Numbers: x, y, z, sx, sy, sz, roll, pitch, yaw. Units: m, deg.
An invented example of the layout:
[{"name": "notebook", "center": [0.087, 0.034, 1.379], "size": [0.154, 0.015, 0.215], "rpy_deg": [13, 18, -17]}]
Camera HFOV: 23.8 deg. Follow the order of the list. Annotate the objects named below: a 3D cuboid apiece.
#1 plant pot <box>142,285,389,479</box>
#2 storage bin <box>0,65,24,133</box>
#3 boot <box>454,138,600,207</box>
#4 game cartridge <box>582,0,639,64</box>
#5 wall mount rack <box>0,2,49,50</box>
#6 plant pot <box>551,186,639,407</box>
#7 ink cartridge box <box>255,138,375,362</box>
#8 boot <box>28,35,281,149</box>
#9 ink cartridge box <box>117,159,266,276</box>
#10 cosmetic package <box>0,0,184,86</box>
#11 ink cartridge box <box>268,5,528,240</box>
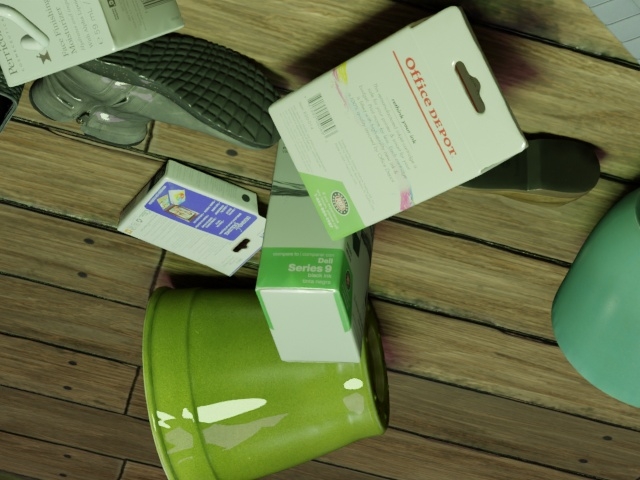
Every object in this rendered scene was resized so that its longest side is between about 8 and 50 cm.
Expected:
[{"name": "plant pot", "center": [-0.074, 0.232, 2.560], "size": [0.353, 0.366, 0.366], "rpy_deg": [-9, 145, 10]}, {"name": "storage bin", "center": [-0.512, -0.234, 2.138], "size": [0.180, 0.084, 0.122], "rpy_deg": [22, 147, -19]}, {"name": "boot", "center": [0.225, -0.099, 2.120], "size": [0.305, 0.112, 0.115], "rpy_deg": [12, 160, -7]}, {"name": "game cartridge", "center": [0.473, -0.314, 1.726], "size": [0.355, 0.068, 0.230], "rpy_deg": [-17, 144, 38]}, {"name": "wall mount rack", "center": [-0.412, -0.339, 1.726], "size": [0.304, 0.350, 0.130], "rpy_deg": [10, 164, 28]}, {"name": "plant pot", "center": [0.493, 0.053, 2.125], "size": [0.293, 0.293, 0.235], "rpy_deg": [11, 135, 0]}, {"name": "ink cartridge box", "center": [0.000, 0.000, 2.168], "size": [0.122, 0.289, 0.211], "rpy_deg": [0, 148, 12]}, {"name": "boot", "center": [-0.225, -0.193, 2.112], "size": [0.338, 0.118, 0.222], "rpy_deg": [28, 150, -7]}, {"name": "ink cartridge box", "center": [-0.189, -0.033, 2.405], "size": [0.208, 0.045, 0.206], "rpy_deg": [24, 147, -19]}, {"name": "cosmetic package", "center": [-0.298, -0.293, 1.854], "size": [0.184, 0.151, 0.151], "rpy_deg": [-14, 101, 34]}, {"name": "ink cartridge box", "center": [0.120, -0.158, 1.938], "size": [0.353, 0.119, 0.207], "rpy_deg": [-24, 93, 45]}]
